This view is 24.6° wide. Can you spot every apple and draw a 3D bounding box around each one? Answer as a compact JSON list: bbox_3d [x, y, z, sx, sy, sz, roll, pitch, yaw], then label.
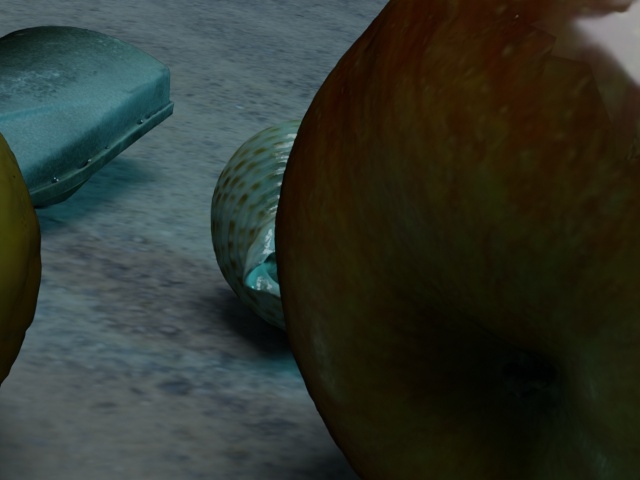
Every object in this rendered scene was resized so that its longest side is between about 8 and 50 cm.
[{"bbox_3d":[0.126,0.021,0.577,0.309,0.277,0.250,1,35,17],"label":"apple"}]

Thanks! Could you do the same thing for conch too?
[{"bbox_3d":[-0.001,0.003,0.848,0.135,0.102,0.153,20,50,-2],"label":"conch"}]

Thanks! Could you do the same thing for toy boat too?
[{"bbox_3d":[-0.214,-0.071,1.007,0.141,0.092,0.319,14,24,11],"label":"toy boat"}]

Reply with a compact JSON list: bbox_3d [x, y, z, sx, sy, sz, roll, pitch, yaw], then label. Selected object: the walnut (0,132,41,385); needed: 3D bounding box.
[{"bbox_3d":[-0.221,0.002,0.601,0.225,0.193,0.193,18,18,37],"label":"walnut"}]
